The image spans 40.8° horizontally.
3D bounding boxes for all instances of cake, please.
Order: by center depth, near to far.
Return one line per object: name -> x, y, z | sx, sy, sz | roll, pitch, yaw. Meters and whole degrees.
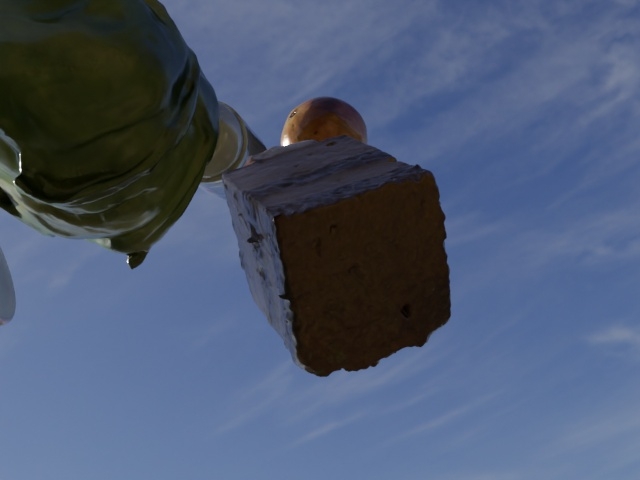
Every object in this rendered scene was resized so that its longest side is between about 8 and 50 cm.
cake -> 0.000, 0.000, 0.996 | 0.196, 0.293, 0.198 | -20, -66, -17

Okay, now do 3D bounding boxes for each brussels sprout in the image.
brussels sprout -> -0.210, -0.116, 0.731 | 0.227, 0.294, 0.259 | -39, -32, -10

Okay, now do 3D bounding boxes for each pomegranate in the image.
pomegranate -> 0.008, -0.208, 1.823 | 0.191, 0.191, 0.191 | -13, -34, -9

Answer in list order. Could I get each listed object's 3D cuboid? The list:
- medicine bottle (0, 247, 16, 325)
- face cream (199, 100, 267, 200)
medicine bottle -> -0.666, 0.065, 1.407 | 0.241, 0.252, 0.252 | -23, -33, -4
face cream -> -0.184, -0.162, 1.440 | 0.145, 0.145, 0.369 | -22, -8, 3
